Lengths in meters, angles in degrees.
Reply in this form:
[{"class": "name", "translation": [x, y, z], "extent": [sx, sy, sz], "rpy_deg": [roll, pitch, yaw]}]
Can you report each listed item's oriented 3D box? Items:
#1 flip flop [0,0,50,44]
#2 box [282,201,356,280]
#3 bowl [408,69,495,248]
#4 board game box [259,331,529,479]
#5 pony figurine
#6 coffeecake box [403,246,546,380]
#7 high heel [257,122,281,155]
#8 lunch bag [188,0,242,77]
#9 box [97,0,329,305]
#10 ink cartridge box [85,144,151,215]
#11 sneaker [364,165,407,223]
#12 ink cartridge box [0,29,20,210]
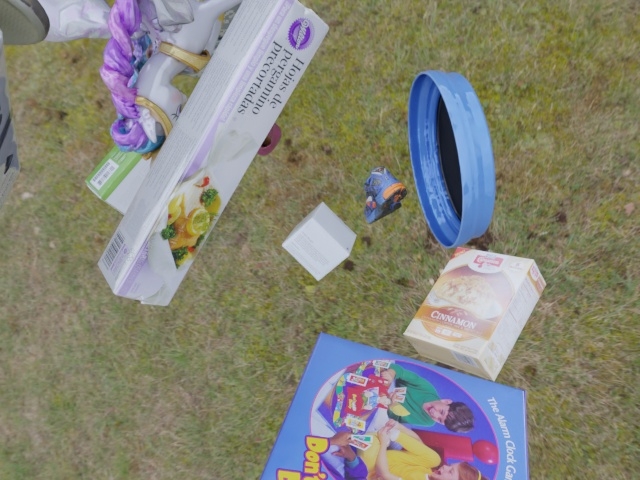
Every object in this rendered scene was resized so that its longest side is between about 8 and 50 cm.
[{"class": "flip flop", "translation": [-0.376, -0.190, 0.486], "extent": [0.278, 0.112, 0.080], "rpy_deg": [2, 75, -12]}, {"class": "box", "translation": [0.000, 0.000, 1.110], "extent": [0.101, 0.102, 0.087], "rpy_deg": [45, 116, -8]}, {"class": "bowl", "translation": [0.282, -0.179, 1.276], "extent": [0.077, 0.391, 0.390], "rpy_deg": [-10, 77, -3]}, {"class": "board game box", "translation": [0.060, 0.250, 0.516], "extent": [0.234, 0.347, 0.078], "rpy_deg": [15, 124, 9]}, {"class": "pony figurine", "translation": [-0.216, -0.307, 0.712], "extent": [0.303, 0.351, 0.363], "rpy_deg": [7, 65, 32]}, {"class": "coffeecake box", "translation": [0.244, 0.109, 0.912], "extent": [0.142, 0.068, 0.185], "rpy_deg": [11, 57, 49]}, {"class": "high heel", "translation": [-0.206, -0.323, 1.737], "extent": [0.127, 0.377, 0.181], "rpy_deg": [24, 66, 7]}, {"class": "lunch bag", "translation": [-0.243, -0.543, 1.260], "extent": [0.213, 0.256, 0.304], "rpy_deg": [-12, 59, -16]}, {"class": "box", "translation": [-0.109, -0.086, 0.563], "extent": [0.067, 0.063, 0.323], "rpy_deg": [40, 102, 44]}, {"class": "ink cartridge box", "translation": [-0.399, -0.127, 1.398], "extent": [0.097, 0.255, 0.188], "rpy_deg": [34, 83, 39]}, {"class": "sneaker", "translation": [0.138, -0.105, 1.311], "extent": [0.083, 0.221, 0.087], "rpy_deg": [-25, 78, -14]}, {"class": "ink cartridge box", "translation": [-0.288, -0.012, 0.347], "extent": [0.122, 0.289, 0.211], "rpy_deg": [24, 74, -21]}]
